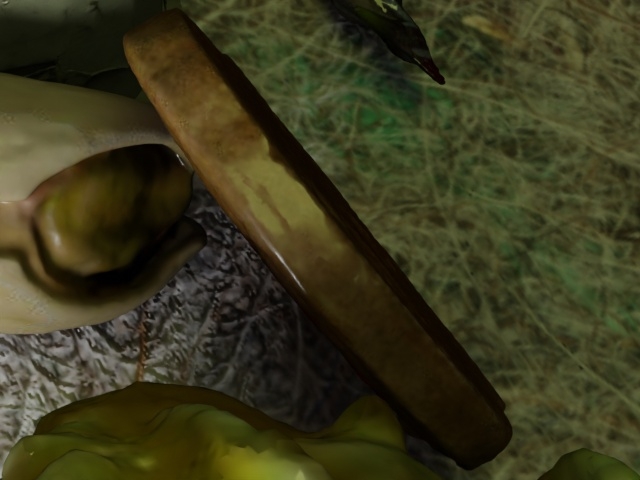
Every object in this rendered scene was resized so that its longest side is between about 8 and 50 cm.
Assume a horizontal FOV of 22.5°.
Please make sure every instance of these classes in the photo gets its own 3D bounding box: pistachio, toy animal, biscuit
[{"bbox_3d":[-0.170,-0.023,0.851,0.238,0.137,0.153,3,24,-20],"label":"pistachio"},{"bbox_3d":[0.028,-0.178,1.039,0.105,0.070,0.202,-6,55,-39],"label":"toy animal"},{"bbox_3d":[-0.001,0.001,0.820,0.049,0.257,0.273,-37,87,4],"label":"biscuit"}]

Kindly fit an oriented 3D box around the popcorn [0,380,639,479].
[{"bbox_3d":[-0.020,0.204,0.663,0.335,0.279,0.274,28,47,-14],"label":"popcorn"}]

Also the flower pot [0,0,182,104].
[{"bbox_3d":[-0.165,-0.175,0.913,0.212,0.202,0.212,7,61,-12],"label":"flower pot"}]
